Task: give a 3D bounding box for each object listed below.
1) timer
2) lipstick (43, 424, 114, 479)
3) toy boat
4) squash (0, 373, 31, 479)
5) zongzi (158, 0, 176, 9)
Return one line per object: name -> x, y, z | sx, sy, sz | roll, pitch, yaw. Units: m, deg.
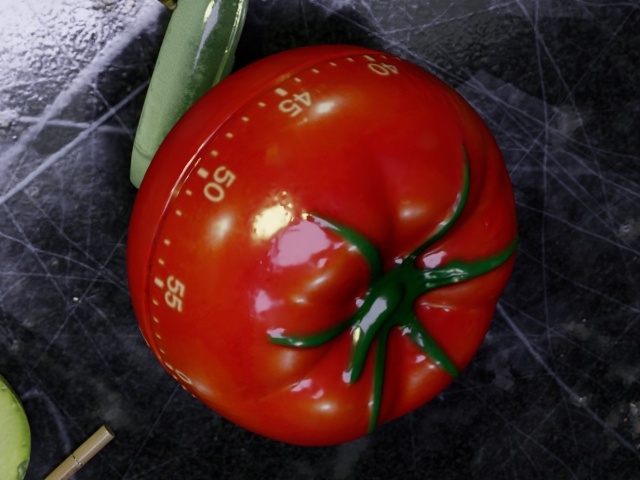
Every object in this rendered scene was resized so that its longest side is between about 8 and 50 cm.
timer -> 0.000, 0.000, 1.349 | 0.378, 0.279, 0.378 | -24, 133, -28
lipstick -> -0.262, 0.236, 1.542 | 0.094, 0.019, 0.019 | -43, 117, 4
toy boat -> -0.117, -0.163, 1.389 | 0.085, 0.078, 0.260 | 2, 115, -43
squash -> -0.408, 0.215, 1.479 | 0.219, 0.041, 0.219 | -6, 114, -14
zongzi -> -0.161, -0.333, 1.300 | 0.184, 0.084, 0.187 | 30, 99, -28
